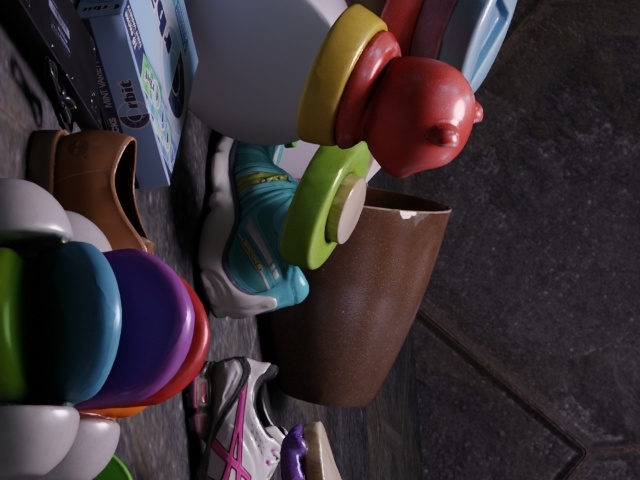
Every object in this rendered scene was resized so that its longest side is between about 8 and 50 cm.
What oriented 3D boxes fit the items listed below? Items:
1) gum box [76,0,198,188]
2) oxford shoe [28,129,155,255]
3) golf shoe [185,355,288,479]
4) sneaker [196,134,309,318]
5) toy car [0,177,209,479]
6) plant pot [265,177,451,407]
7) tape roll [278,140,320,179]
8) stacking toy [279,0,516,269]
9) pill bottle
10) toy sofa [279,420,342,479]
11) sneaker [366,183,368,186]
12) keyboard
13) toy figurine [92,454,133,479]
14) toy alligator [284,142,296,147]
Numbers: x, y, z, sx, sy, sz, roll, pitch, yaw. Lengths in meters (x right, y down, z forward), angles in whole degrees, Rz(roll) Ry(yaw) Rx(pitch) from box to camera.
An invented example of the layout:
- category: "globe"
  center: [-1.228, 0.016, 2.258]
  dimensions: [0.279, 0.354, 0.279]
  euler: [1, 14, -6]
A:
- category: "gum box"
  center: [-0.142, -0.158, 1.273]
  dimensions: [0.184, 0.041, 0.157]
  euler: [-83, 165, -52]
- category: "oxford shoe"
  center: [-0.145, 0.029, 1.036]
  dimensions: [0.076, 0.076, 0.212]
  euler: [43, 44, -80]
- category: "golf shoe"
  center: [-0.067, 0.195, 1.401]
  dimensions: [0.067, 0.086, 0.186]
  euler: [-41, 126, -81]
- category: "sneaker"
  center: [-0.051, -0.026, 1.566]
  dimensions: [0.275, 0.110, 0.107]
  euler: [-87, 169, -46]
- category: "toy car"
  center: [-0.132, 0.052, 0.888]
  dimensions: [0.182, 0.136, 0.159]
  euler: [51, 35, -75]
- category: "plant pot"
  center: [0.021, 0.061, 1.778]
  dimensions: [0.215, 0.215, 0.231]
  euler: [-39, 138, -80]
- category: "tape roll"
  center: [-0.017, -0.195, 1.929]
  dimensions: [0.286, 0.100, 0.286]
  euler: [-6, 90, -82]
- category: "stacking toy"
  center: [0.087, -0.104, 1.417]
  dimensions: [0.309, 0.130, 0.280]
  euler: [-52, 161, -47]
- category: "pill bottle"
  center: [-0.015, -0.250, 1.551]
  dimensions: [0.361, 0.204, 0.204]
  euler: [-66, 151, -54]
- category: "toy sofa"
  center: [-0.037, 0.303, 1.317]
  dimensions: [0.362, 0.150, 0.177]
  euler: [71, 11, -57]
- category: "sneaker"
  center: [0.025, -0.044, 2.252]
  dimensions: [0.118, 0.083, 0.222]
  euler: [-129, -157, -71]
- category: "keyboard"
  center: [-0.182, -0.132, 1.067]
  dimensions: [0.180, 0.023, 0.108]
  euler: [65, 14, -63]
- category: "toy figurine"
  center: [-0.128, 0.221, 1.014]
  dimensions: [0.173, 0.130, 0.159]
  euler: [62, -11, 12]
- category: "toy alligator"
  center: [-0.077, -0.162, 1.669]
  dimensions: [0.190, 0.056, 0.051]
  euler: [62, 41, -31]
